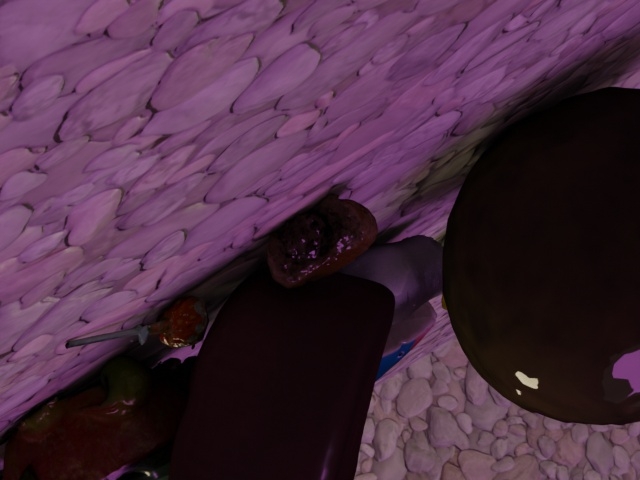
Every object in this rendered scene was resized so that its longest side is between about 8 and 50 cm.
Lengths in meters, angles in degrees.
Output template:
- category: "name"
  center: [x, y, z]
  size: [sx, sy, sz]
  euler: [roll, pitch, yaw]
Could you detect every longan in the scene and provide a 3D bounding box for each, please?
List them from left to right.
- category: "longan"
  center: [0.323, 0.027, 1.775]
  size: [0.391, 0.391, 0.391]
  euler: [-32, 170, -6]

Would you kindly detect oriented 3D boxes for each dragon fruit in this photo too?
- category: "dragon fruit"
  center: [-0.227, 0.220, 1.742]
  size: [0.268, 0.130, 0.295]
  euler: [-23, 167, -24]

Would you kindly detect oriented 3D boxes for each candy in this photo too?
- category: "candy"
  center: [-0.171, 0.086, 1.527]
  size: [0.185, 0.049, 0.055]
  euler: [-9, 125, -53]

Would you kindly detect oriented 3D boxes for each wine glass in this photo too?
- category: "wine glass"
  center: [0.058, 0.060, 1.909]
  size: [0.222, 0.103, 0.103]
  euler: [-20, 164, -46]

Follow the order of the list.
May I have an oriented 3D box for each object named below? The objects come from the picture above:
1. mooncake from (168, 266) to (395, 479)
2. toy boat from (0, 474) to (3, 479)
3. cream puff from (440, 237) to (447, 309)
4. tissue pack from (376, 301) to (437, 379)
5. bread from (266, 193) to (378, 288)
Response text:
- category: "mooncake"
  center: [-0.039, 0.174, 1.658]
  size: [0.326, 0.174, 0.333]
  euler: [90, 15, -52]
- category: "toy boat"
  center: [-0.383, 0.305, 1.849]
  size: [0.141, 0.055, 0.060]
  euler: [-26, -170, -37]
- category: "cream puff"
  center: [0.349, 0.048, 2.270]
  size: [0.378, 0.275, 0.378]
  euler: [-30, 172, -5]
- category: "tissue pack"
  center: [-0.008, 0.155, 2.056]
  size: [0.209, 0.137, 0.270]
  euler: [-21, 166, -43]
- category: "bread"
  center: [0.000, 0.000, 1.555]
  size: [0.113, 0.060, 0.082]
  euler: [-32, 170, 6]
